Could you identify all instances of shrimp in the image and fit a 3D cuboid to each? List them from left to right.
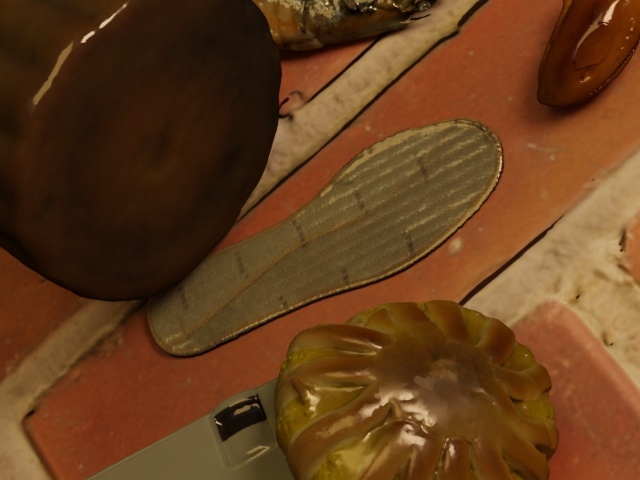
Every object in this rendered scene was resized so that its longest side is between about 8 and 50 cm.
[{"bbox_3d":[0.010,-0.248,1.178,0.217,0.051,0.150,-4,95,16],"label":"shrimp"}]

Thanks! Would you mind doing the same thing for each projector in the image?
[{"bbox_3d":[-0.086,0.244,1.021,0.256,0.099,0.192,-29,58,7],"label":"projector"}]

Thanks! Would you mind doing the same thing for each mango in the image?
[{"bbox_3d":[0.220,-0.162,1.072,0.127,0.063,0.077,-61,25,-3],"label":"mango"}]

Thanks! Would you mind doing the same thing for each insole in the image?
[{"bbox_3d":[0.000,0.000,1.138,0.348,0.009,0.119,-27,64,12],"label":"insole"}]

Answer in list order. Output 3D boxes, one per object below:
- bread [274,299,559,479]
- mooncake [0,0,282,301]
[{"bbox_3d":[0.074,0.126,0.958,0.213,0.105,0.213,10,52,-14],"label":"bread"},{"bbox_3d":[-0.173,-0.105,1.098,0.161,0.290,0.290,27,83,33],"label":"mooncake"}]
